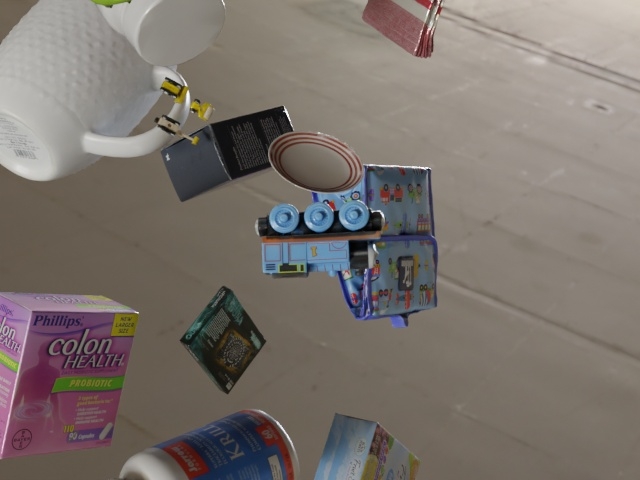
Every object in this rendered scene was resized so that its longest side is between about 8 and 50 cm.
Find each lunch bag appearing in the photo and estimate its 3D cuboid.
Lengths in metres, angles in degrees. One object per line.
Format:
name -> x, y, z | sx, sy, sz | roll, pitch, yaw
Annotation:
lunch bag -> 0.115, 0.017, 1.709 | 0.138, 0.293, 0.221 | -13, 175, 38

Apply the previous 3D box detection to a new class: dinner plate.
dinner plate -> -0.007, -0.109, 1.334 | 0.141, 0.017, 0.141 | 9, -139, -8

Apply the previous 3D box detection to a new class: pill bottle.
pill bottle -> -0.140, 0.273, 1.010 | 0.222, 0.124, 0.124 | -15, -140, -44
pill bottle -> -0.257, -0.385, 1.297 | 0.160, 0.160, 0.283 | -9, -125, -41

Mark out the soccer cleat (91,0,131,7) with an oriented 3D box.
soccer cleat -> -0.162, -0.275, 0.911 | 0.179, 0.060, 0.072 | -10, 158, 15

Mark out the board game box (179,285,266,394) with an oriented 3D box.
board game box -> -0.169, 0.180, 1.656 | 0.026, 0.186, 0.126 | 23, -115, 32

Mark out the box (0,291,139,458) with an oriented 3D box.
box -> -0.439, 0.217, 1.531 | 0.117, 0.242, 0.214 | 16, -174, 39

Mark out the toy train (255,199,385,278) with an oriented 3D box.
toy train -> 0.000, 0.000, 1.311 | 0.184, 0.105, 0.080 | -2, 177, 2

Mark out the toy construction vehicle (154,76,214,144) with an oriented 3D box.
toy construction vehicle -> -0.236, -0.216, 1.562 | 0.098, 0.085, 0.035 | 25, 172, -24

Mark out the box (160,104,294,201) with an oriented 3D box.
box -> -0.163, -0.162, 1.723 | 0.153, 0.108, 0.207 | -18, -176, 44

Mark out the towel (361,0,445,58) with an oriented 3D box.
towel -> 0.170, -0.484, 1.514 | 0.037, 0.328, 0.237 | 7, -154, -26

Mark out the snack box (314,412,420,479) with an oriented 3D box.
snack box -> 0.057, 0.346, 1.247 | 0.070, 0.174, 0.207 | 9, 159, 26

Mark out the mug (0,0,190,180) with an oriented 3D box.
mug -> -0.414, -0.263, 1.669 | 0.374, 0.276, 0.328 | 18, -127, 15
